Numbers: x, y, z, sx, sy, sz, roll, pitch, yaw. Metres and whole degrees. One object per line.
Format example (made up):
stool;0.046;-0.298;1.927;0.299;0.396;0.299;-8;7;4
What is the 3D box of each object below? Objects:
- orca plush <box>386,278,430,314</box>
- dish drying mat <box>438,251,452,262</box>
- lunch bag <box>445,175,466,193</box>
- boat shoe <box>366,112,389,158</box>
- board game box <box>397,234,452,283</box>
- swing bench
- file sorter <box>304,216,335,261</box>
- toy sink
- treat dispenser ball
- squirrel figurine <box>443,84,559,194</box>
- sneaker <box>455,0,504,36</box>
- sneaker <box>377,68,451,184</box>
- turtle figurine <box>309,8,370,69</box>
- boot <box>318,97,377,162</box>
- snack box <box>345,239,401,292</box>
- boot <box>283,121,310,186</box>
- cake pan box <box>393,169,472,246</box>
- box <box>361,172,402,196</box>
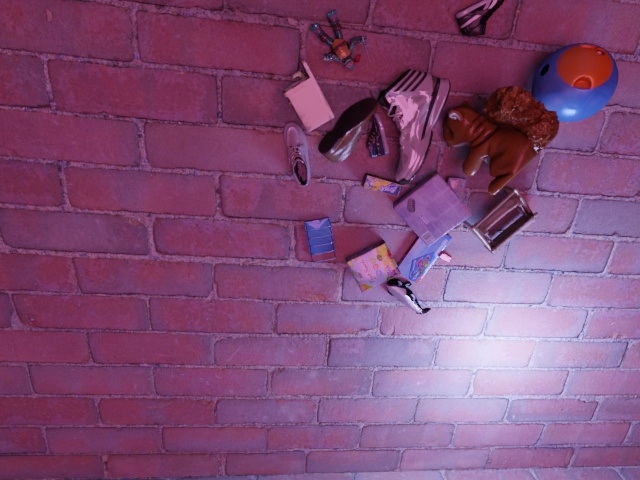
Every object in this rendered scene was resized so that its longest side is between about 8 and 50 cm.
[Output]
orca plush;0.438;0.254;2.018;0.287;0.151;0.102;36;74;-15
dish drying mat;0.605;0.082;1.996;0.083;0.008;0.032;24;111;-36
lunch bag;0.604;-0.249;1.849;0.083;0.053;0.071;5;111;3
boat shoe;0.225;-0.435;1.725;0.083;0.065;0.183;-18;112;5
board game box;0.489;0.065;1.981;0.145;0.027;0.281;28;107;-14
swing bench;0.818;-0.091;1.876;0.255;0.165;0.253;41;103;-20
file sorter;0.000;0.000;1.862;0.118;0.104;0.170;-10;114;-1
toy sink;-0.063;-0.557;1.597;0.131;0.152;0.234;-28;113;7
treat dispenser ball;0.984;-0.610;1.609;0.288;0.288;0.288;-2;113;-5
squirrel figurine;0.690;-0.441;1.632;0.370;0.281;0.397;46;141;12
sneaker;0.639;-0.864;1.588;0.217;0.079;0.121;-22;117;13
sneaker;0.326;-0.468;1.682;0.258;0.169;0.447;16;101;-8
turtle figurine;0.074;-0.730;1.559;0.175;0.118;0.234;-37;96;-6
boot;0.129;-0.452;1.707;0.305;0.112;0.115;-45;138;9
snack box;0.247;0.122;1.945;0.207;0.070;0.174;-27;103;7
boot;-0.088;-0.351;1.695;0.095;0.123;0.258;-15;113;0
cake pan box;0.500;-0.136;1.843;0.246;0.070;0.267;-40;103;22
box;0.270;-0.244;1.815;0.169;0.054;0.059;13;111;-12
